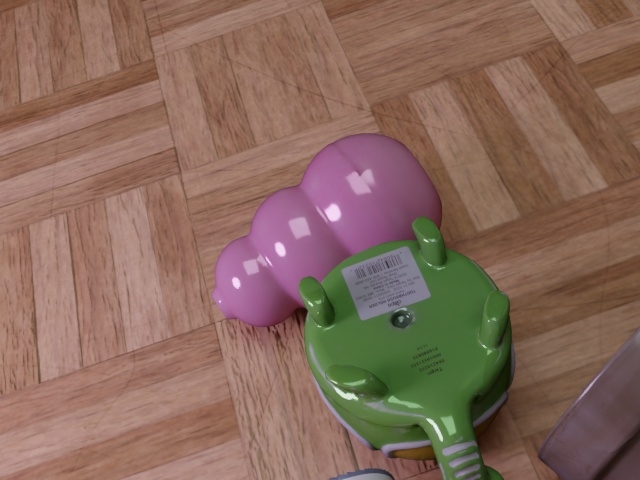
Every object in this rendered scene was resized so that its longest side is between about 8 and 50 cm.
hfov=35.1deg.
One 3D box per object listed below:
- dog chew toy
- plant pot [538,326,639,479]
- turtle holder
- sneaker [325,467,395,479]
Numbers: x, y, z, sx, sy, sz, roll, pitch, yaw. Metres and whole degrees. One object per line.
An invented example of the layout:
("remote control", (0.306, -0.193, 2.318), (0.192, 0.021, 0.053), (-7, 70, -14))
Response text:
("dog chew toy", (0.000, 0.000, 1.389), (0.332, 0.206, 0.206), (-34, 49, -3))
("plant pot", (0.432, 0.205, 1.031), (0.323, 0.323, 0.280), (-38, 68, -17))
("turtle holder", (0.131, 0.154, 1.185), (0.320, 0.227, 0.243), (31, 63, 35))
("sneaker", (-0.042, 0.371, 1.124), (0.319, 0.112, 0.131), (-25, 45, -4))
